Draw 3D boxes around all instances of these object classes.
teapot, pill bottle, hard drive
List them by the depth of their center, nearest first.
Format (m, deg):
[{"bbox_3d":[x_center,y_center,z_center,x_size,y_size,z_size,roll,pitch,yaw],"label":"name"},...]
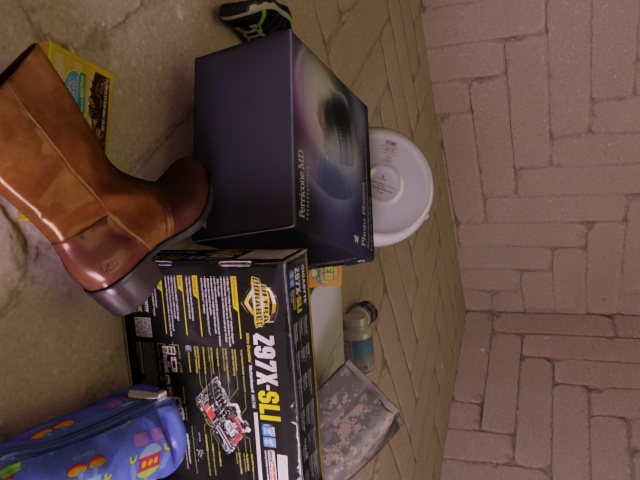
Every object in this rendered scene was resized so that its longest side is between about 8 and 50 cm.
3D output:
[{"bbox_3d":[0.089,-0.101,1.192,0.256,0.252,0.187,59,-15,-5],"label":"teapot"},{"bbox_3d":[-0.003,0.210,1.310,0.233,0.047,0.353,-59,151,-52],"label":"hard drive"},{"bbox_3d":[0.098,0.278,1.566,0.087,0.087,0.160,-33,121,-64],"label":"pill bottle"},{"bbox_3d":[0.124,0.207,1.657,0.120,0.067,0.067,-22,110,-66],"label":"pill bottle"}]

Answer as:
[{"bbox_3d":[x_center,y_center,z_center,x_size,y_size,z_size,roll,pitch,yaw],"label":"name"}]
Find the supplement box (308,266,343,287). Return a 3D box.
[{"bbox_3d":[0.000,0.000,1.234,0.233,0.080,0.078,-94,-176,-56],"label":"supplement box"}]

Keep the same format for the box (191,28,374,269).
[{"bbox_3d":[-0.047,-0.120,0.945,0.294,0.182,0.296,21,64,-61],"label":"box"}]

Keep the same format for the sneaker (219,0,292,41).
[{"bbox_3d":[-0.104,-0.392,1.097,0.234,0.084,0.097,-34,122,-64],"label":"sneaker"}]

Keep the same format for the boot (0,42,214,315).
[{"bbox_3d":[-0.258,-0.095,0.686,0.264,0.096,0.280,-61,137,-36],"label":"boot"}]

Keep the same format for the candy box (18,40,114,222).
[{"bbox_3d":[-0.298,-0.117,0.697,0.105,0.027,0.206,15,76,-64],"label":"candy box"}]

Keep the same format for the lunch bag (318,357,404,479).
[{"bbox_3d":[0.044,0.401,1.218,0.235,0.169,0.287,-43,154,-10],"label":"lunch bag"}]

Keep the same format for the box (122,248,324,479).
[{"bbox_3d":[-0.134,0.175,0.788,0.079,0.257,0.322,-25,111,-67],"label":"box"}]

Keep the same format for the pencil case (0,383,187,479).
[{"bbox_3d":[-0.267,0.240,0.637,0.133,0.119,0.306,-63,160,10],"label":"pencil case"}]
